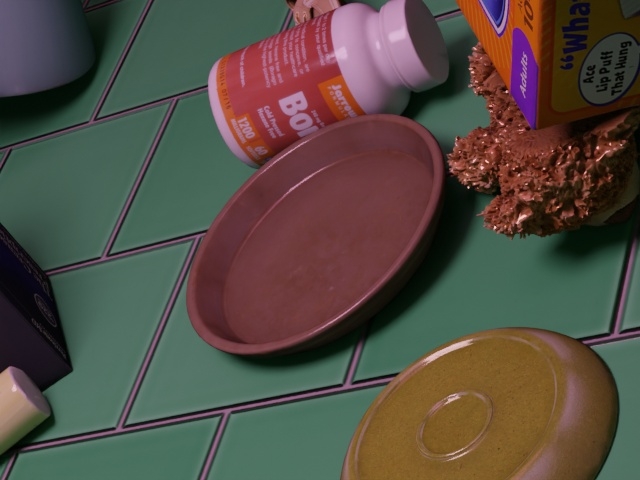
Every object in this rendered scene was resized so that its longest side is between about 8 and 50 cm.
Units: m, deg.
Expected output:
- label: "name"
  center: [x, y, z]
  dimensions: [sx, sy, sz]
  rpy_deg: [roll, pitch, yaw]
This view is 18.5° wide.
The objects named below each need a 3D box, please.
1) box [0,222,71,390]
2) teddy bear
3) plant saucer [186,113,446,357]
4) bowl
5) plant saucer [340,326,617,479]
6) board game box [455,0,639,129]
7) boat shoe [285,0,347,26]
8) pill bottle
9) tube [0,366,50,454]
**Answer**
- label: "box"
  center: [-0.365, 0.021, 1.905]
  dimensions: [0.103, 0.261, 0.184]
  rpy_deg: [-33, 33, 7]
- label: "teddy bear"
  center: [0.216, -0.107, 1.682]
  dimensions: [0.245, 0.113, 0.338]
  rpy_deg: [-30, 25, -1]
- label: "plant saucer"
  center: [0.000, 0.000, 1.779]
  dimensions: [0.278, 0.041, 0.278]
  rpy_deg: [-26, 36, 21]
- label: "bowl"
  center: [-0.415, -0.297, 2.304]
  dimensions: [0.312, 0.163, 0.311]
  rpy_deg: [6, 25, -3]
- label: "plant saucer"
  center: [0.110, 0.150, 1.502]
  dimensions: [0.241, 0.037, 0.241]
  rpy_deg: [-24, 35, 18]
- label: "board game box"
  center: [0.270, -0.364, 1.530]
  dimensions: [0.356, 0.356, 0.356]
  rpy_deg: [-14, 46, -11]
- label: "boat shoe"
  center: [0.000, -0.238, 2.075]
  dimensions: [0.059, 0.063, 0.170]
  rpy_deg: [-38, 23, 4]
- label: "pill bottle"
  center: [0.009, -0.157, 1.903]
  dimensions: [0.216, 0.121, 0.121]
  rpy_deg: [-21, 36, 25]
- label: "tube"
  center: [-0.364, 0.215, 1.856]
  dimensions: [0.240, 0.062, 0.070]
  rpy_deg: [-39, -8, 6]
